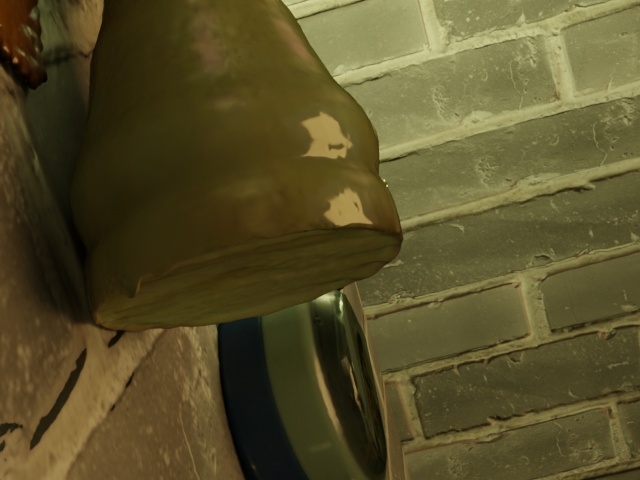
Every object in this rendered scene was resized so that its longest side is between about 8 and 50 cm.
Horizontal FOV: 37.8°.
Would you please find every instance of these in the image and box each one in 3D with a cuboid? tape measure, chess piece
[{"bbox_3d":[-0.013,0.170,1.043,0.262,0.138,0.259,68,8,-51],"label":"tape measure"},{"bbox_3d":[-0.098,-0.171,0.682,0.234,0.234,0.442,52,24,-76],"label":"chess piece"}]

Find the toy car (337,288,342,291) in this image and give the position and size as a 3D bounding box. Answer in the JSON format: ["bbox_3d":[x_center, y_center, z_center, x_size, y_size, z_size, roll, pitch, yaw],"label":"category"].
[{"bbox_3d":[0.000,0.000,1.542,0.161,0.098,0.126,108,-22,-47],"label":"toy car"}]

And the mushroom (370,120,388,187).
[{"bbox_3d":[0.032,-0.117,1.717,0.202,0.246,0.246,32,-4,13],"label":"mushroom"}]

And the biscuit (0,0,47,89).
[{"bbox_3d":[-0.231,-0.240,0.577,0.232,0.013,0.237,63,13,-66],"label":"biscuit"}]
